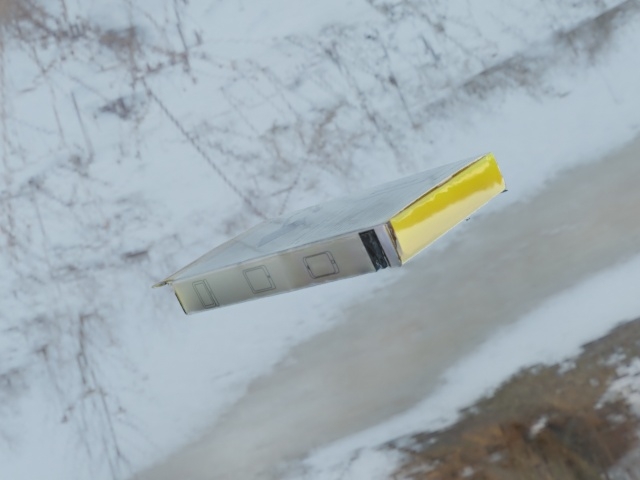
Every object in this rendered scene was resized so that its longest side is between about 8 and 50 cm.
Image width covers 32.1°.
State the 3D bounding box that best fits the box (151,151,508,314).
[{"bbox_3d":[0.000,0.000,0.777,0.247,0.033,0.129,-15,-166,47],"label":"box"}]
